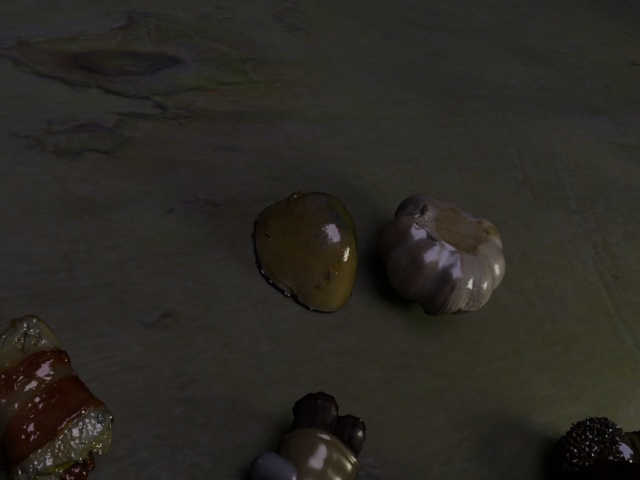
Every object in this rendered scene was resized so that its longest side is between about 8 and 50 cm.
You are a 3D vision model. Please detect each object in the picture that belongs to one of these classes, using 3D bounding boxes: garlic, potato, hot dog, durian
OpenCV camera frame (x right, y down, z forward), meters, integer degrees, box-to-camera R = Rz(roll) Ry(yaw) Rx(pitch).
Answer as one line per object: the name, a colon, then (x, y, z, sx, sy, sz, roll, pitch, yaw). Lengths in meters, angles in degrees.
garlic: (0.201, 0.031, 1.404, 0.228, 0.152, 0.228, 12, 55, -18)
potato: (0.000, 0.000, 1.317, 0.182, 0.117, 0.202, 9, 55, -33)
hot dog: (-0.334, 0.195, 0.968, 0.146, 0.103, 0.213, -28, 68, -21)
durian: (0.469, 0.392, 1.358, 0.196, 0.167, 0.196, 3, 70, -7)

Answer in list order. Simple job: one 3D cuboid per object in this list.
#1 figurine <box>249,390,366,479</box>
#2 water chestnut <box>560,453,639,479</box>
figurine: (-0.043, 0.360, 1.030, 0.218, 0.206, 0.365, 55, 17, -21)
water chestnut: (0.443, 0.486, 1.183, 0.350, 0.302, 0.350, -2, 72, 7)
